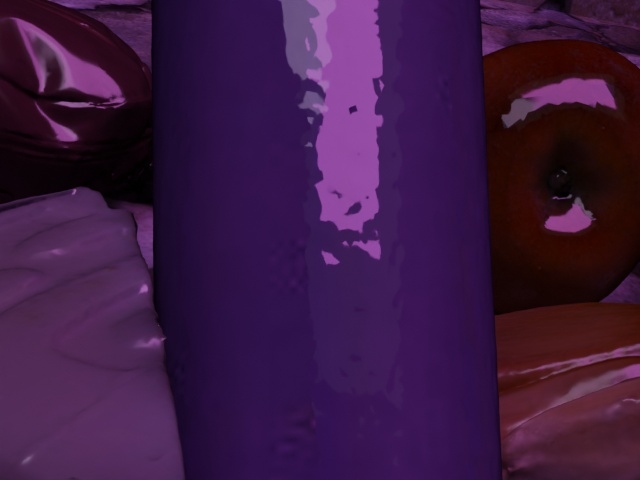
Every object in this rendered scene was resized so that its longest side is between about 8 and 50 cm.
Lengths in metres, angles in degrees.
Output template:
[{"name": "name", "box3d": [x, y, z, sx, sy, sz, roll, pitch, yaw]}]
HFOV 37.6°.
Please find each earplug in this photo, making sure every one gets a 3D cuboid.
[{"name": "earplug", "box3d": [0.000, 0.000, 0.531, 0.215, 0.215, 0.456, 6, 64, -15]}]

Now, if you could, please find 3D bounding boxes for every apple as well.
[{"name": "apple", "box3d": [0.195, -0.054, 0.839, 0.253, 0.254, 0.253, 11, 25, -5]}]

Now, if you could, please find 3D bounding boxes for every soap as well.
[{"name": "soap", "box3d": [-0.108, 0.098, 0.474, 0.302, 0.159, 0.258, 22, 24, 26]}]

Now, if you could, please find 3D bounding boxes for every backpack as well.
[{"name": "backpack", "box3d": [-0.296, -0.122, 0.811, 0.317, 0.197, 0.283, 12, 24, -11]}]

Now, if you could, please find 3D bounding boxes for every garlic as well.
[{"name": "garlic", "box3d": [0.142, 0.113, 0.623, 0.228, 0.110, 0.217, -8, 15, 20]}]

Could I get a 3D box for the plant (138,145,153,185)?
[{"name": "plant", "box3d": [-0.111, -0.117, 0.965, 0.129, 0.132, 0.194, 25, 23, 28]}]
